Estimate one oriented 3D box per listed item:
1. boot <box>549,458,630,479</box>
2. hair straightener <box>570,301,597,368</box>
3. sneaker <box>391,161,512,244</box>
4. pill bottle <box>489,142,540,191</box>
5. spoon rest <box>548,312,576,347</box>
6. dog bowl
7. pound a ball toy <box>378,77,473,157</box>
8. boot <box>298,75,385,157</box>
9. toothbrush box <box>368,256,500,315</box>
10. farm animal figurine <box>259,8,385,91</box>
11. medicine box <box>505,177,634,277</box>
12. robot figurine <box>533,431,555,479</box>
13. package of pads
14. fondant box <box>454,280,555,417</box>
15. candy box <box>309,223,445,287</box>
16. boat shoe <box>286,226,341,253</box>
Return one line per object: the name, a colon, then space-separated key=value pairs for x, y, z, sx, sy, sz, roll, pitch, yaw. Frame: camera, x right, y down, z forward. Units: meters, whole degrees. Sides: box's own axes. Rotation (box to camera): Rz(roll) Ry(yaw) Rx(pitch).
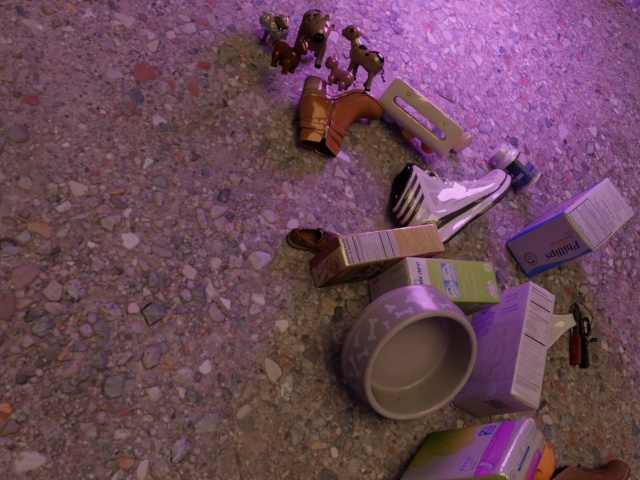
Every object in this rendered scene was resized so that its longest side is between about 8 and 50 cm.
boot: x=0.757 y=0.675 z=1.574 sx=0.305 sy=0.112 sz=0.115 roll=-15 pitch=66 yaw=-28
hair straightener: x=0.855 y=0.308 z=1.813 sx=0.089 sy=0.047 sz=0.231 roll=21 pitch=57 yaw=-17
sneaker: x=0.394 y=-0.170 z=1.707 sx=0.447 sy=0.169 sz=0.258 roll=-35 pitch=88 yaw=-30
pill bottle: x=0.669 y=-0.256 z=1.922 sx=0.169 sy=0.094 sz=0.094 roll=42 pitch=57 yaw=-4
spoon rest: x=0.697 y=0.270 z=1.722 sx=0.276 sy=0.084 sz=0.137 roll=-10 pitch=74 yaw=-30
dog bowl: x=0.226 y=0.283 z=1.351 sx=0.348 sy=0.102 sz=0.349 roll=-9 pitch=115 yaw=-20
pound a ball toy: x=0.338 y=-0.377 z=1.803 sx=0.319 sy=0.136 sz=0.208 roll=40 pitch=18 yaw=0
boot: x=0.063 y=-0.352 z=1.662 sx=0.283 sy=0.109 sz=0.220 roll=16 pitch=68 yaw=-28
toothbrush box: x=0.305 y=0.139 z=1.511 sx=0.283 sy=0.206 sz=0.122 roll=2 pitch=68 yaw=-24
farm animal figurine: x=0.011 y=-0.590 z=1.634 sx=0.330 sy=0.172 sz=0.327 roll=2 pitch=40 yaw=-26
medicine box: x=0.802 y=-0.037 z=1.795 sx=0.289 sy=0.263 sz=0.149 roll=-29 pitch=83 yaw=-33
robot figurine: x=0.503 y=0.563 z=1.421 sx=0.157 sy=0.219 sz=0.128 roll=4 pitch=67 yaw=-25
package of pads: x=0.346 y=0.529 z=1.287 sx=0.229 sy=0.296 sz=0.101 roll=-30 pitch=92 yaw=-50
fondant box: x=0.503 y=0.302 z=1.521 sx=0.096 sy=0.238 sz=0.331 roll=30 pitch=59 yaw=-10
candy box: x=0.151 y=0.040 z=1.490 sx=0.316 sy=0.183 sz=0.088 roll=-8 pitch=72 yaw=-29
boat shoe: x=0.000 y=0.000 z=1.506 sx=0.177 sy=0.060 sz=0.064 roll=9 pitch=65 yaw=-23
